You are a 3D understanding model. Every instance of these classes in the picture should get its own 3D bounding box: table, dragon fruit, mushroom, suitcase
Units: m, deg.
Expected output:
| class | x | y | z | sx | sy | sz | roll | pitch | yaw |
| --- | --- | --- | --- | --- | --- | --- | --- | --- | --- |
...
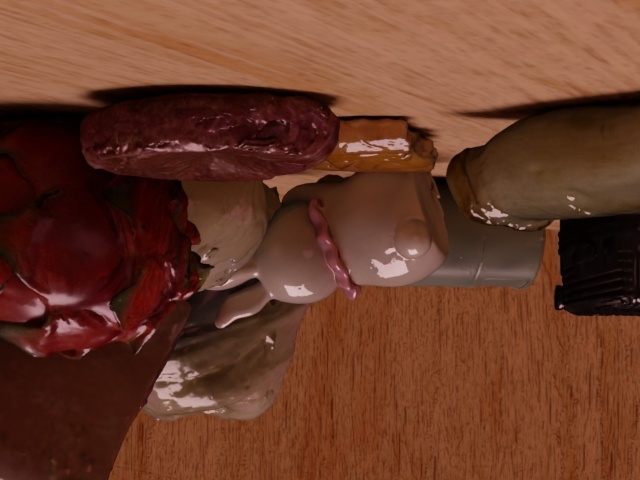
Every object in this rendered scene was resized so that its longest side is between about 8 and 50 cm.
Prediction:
| class | x | y | z | sx | sy | sz | roll | pitch | yaw |
| --- | --- | --- | --- | --- | --- | --- | --- | --- | --- |
| table | 0.136 | -0.008 | 1.910 | 0.220 | 0.126 | 0.126 | 2 | 178 | -15 |
| dragon fruit | -0.215 | -0.005 | 1.260 | 0.274 | 0.192 | 0.193 | 9 | 157 | -6 |
| mushroom | 0.210 | -0.057 | 1.116 | 0.100 | 0.081 | 0.312 | -2 | 176 | -36 |
| suitcase | 0.347 | -0.009 | 1.513 | 0.230 | 0.152 | 0.335 | 0 | 176 | -2 |

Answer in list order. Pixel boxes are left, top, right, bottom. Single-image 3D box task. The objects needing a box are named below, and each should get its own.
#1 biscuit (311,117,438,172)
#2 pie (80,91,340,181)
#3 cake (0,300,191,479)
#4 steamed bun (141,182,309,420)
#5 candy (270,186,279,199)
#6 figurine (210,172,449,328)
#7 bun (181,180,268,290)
| class | x | y | z | sx | sy | sz | roll | pitch | yaw |
| --- | --- | --- | --- | --- | --- | --- | --- | --- | --- |
| biscuit | 0.022 | -0.074 | 1.343 | 0.144 | 0.033 | 0.224 | 0 | 177 | 6 |
| pie | -0.075 | -0.073 | 1.145 | 0.182 | 0.049 | 0.182 | -2 | 174 | 0 |
| cake | -0.274 | 0.144 | 1.450 | 0.230 | 0.237 | 0.309 | 29 | 148 | -1 |
| steamed bun | -0.135 | 0.044 | 1.745 | 0.268 | 0.280 | 0.207 | 24 | 159 | -5 |
| candy | -0.150 | -0.031 | 1.973 | 0.292 | 0.086 | 0.059 | 1 | -178 | 42 |
| figurine | 0.000 | 0.000 | 1.632 | 0.235 | 0.127 | 0.155 | -17 | -144 | 15 |
| bun | -0.189 | -0.015 | 1.537 | 0.287 | 0.146 | 0.287 | 5 | 177 | 0 |
